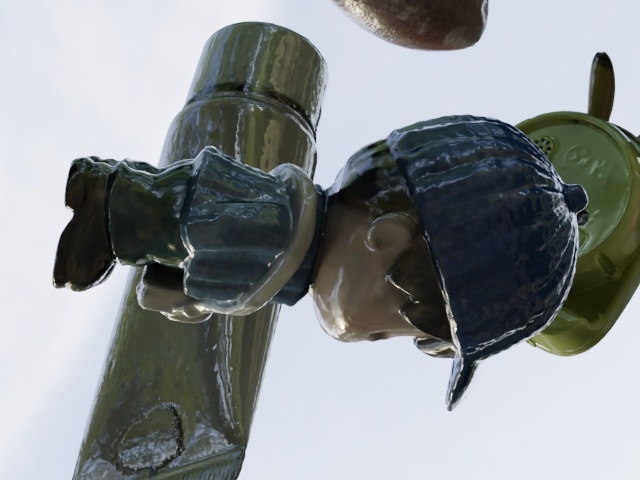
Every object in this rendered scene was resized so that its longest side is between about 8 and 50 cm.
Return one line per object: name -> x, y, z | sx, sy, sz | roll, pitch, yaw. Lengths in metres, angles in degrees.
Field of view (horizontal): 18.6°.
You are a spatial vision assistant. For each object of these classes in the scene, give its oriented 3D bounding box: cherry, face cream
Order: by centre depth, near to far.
face cream -> -0.064, 0.014, 1.096 | 0.089, 0.143, 0.314 | 40, -132, -31
cherry -> 0.082, -0.216, 1.359 | 0.188, 0.148, 0.115 | -41, -8, -26

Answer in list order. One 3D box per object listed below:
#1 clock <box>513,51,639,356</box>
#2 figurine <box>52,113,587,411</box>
clock -> 0.196, -0.035, 1.555 | 0.232, 0.170, 0.069 | -55, -34, -6
figurine -> 0.000, 0.000, 0.577 | 0.149, 0.086, 0.087 | 10, -92, 0
